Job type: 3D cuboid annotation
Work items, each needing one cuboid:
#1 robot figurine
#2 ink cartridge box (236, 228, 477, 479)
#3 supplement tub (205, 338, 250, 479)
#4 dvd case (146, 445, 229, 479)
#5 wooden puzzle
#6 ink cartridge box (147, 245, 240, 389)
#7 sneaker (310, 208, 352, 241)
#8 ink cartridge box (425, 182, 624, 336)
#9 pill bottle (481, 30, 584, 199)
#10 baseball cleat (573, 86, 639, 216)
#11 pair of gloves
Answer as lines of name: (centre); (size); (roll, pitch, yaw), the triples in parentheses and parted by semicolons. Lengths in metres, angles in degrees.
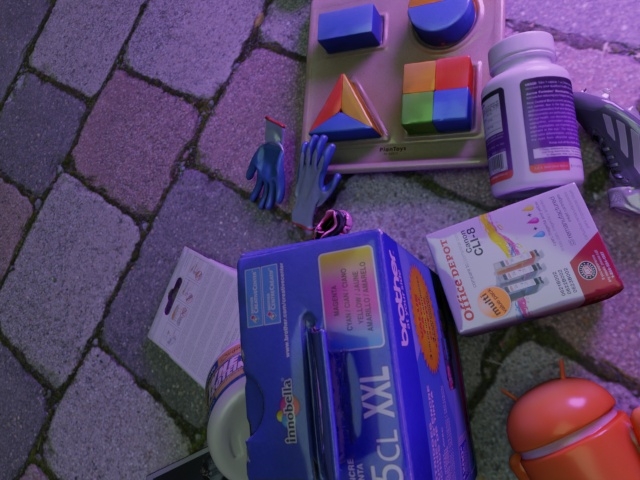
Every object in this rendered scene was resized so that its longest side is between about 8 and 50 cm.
robot figurine: (0.292, 0.243, 0.512); (0.128, 0.158, 0.219); (-26, 67, -6)
ink cartridge box: (0.049, 0.152, 0.495); (0.151, 0.395, 0.269); (-12, 74, 23)
supplement tub: (-0.080, 0.214, 0.638); (0.145, 0.200, 0.144); (-1, 95, -15)
dvd case: (-0.159, 0.414, 0.744); (0.239, 0.030, 0.179); (-31, 67, 16)
wooden puzzle: (0.111, -0.276, 0.738); (0.323, 0.080, 0.347); (1, 79, 26)
ink cartridge box: (-0.187, 0.131, 0.818); (0.232, 0.066, 0.188); (22, 89, 45)
sneaker: (0.000, 0.000, 0.744); (0.047, 0.057, 0.119); (33, 95, 26)
ink cartridge box: (0.236, 0.034, 0.580); (0.176, 0.127, 0.128); (-21, 71, 17)
pill bottle: (0.265, -0.156, 0.610); (0.108, 0.108, 0.193); (-6, 85, 24)
baseball cleat: (0.369, -0.100, 0.583); (0.109, 0.072, 0.206); (-51, 59, 14)
pair of gloves: (-0.050, -0.107, 0.775); (0.198, 0.023, 0.159); (29, 117, 34)
